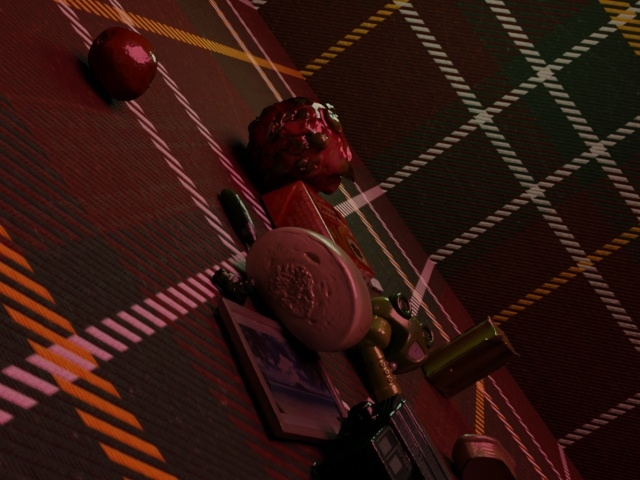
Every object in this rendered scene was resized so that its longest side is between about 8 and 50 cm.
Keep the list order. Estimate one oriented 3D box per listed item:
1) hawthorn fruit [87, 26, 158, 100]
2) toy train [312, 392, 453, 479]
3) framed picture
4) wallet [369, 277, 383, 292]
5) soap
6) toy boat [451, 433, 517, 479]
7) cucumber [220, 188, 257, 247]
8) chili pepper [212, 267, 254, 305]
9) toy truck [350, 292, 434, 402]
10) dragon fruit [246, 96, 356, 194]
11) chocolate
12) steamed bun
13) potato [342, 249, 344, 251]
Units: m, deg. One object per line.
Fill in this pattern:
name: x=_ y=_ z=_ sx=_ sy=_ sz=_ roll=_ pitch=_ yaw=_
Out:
hawthorn fruit: x=-0.334 y=-0.300 z=1.431 sx=0.128 sy=0.128 sz=0.128 roll=51 pitch=13 yaw=-17
toy train: x=0.121 y=0.403 z=1.264 sx=0.330 sy=0.138 sz=0.178 roll=61 pitch=28 yaw=3
framed picture: x=-0.044 y=0.222 z=1.352 sx=0.232 sy=0.024 sz=0.315 roll=61 pitch=14 yaw=26
wallet: x=0.149 y=0.119 z=2.332 sx=0.044 sy=0.011 sz=0.083 roll=61 pitch=14 yaw=24
soap: x=0.391 y=0.310 z=2.230 sx=0.135 sy=0.233 sz=0.076 roll=44 pitch=20 yaw=-38
toy boat: x=0.368 y=0.508 z=1.916 sx=0.188 sy=0.116 sz=0.061 roll=47 pitch=21 yaw=-35
cucumber: x=-0.151 y=-0.042 z=1.604 sx=0.155 sy=0.037 sz=0.037 roll=60 pitch=14 yaw=23
chili pepper: x=-0.132 y=0.077 z=1.378 sx=0.118 sy=0.035 sz=0.056 roll=19 pitch=54 yaw=-62
toy truck: x=0.131 y=0.216 z=1.765 sx=0.187 sy=0.148 sz=0.210 roll=61 pitch=35 yaw=-7
dragon fruit: x=-0.052 y=-0.211 z=1.980 sx=0.303 sy=0.236 sz=0.231 roll=107 pitch=-32 yaw=-83
chocolate: x=0.000 y=0.000 z=1.889 sx=0.237 sy=0.108 sz=0.235 roll=34 pitch=23 yaw=-54
steamed bun: x=-0.007 y=0.078 z=1.503 sx=0.250 sy=0.154 sz=0.200 roll=51 pitch=8 yaw=13
potato: x=0.004 y=0.097 z=1.709 sx=0.200 sy=0.081 sz=0.164 roll=45 pitch=45 yaw=-52
